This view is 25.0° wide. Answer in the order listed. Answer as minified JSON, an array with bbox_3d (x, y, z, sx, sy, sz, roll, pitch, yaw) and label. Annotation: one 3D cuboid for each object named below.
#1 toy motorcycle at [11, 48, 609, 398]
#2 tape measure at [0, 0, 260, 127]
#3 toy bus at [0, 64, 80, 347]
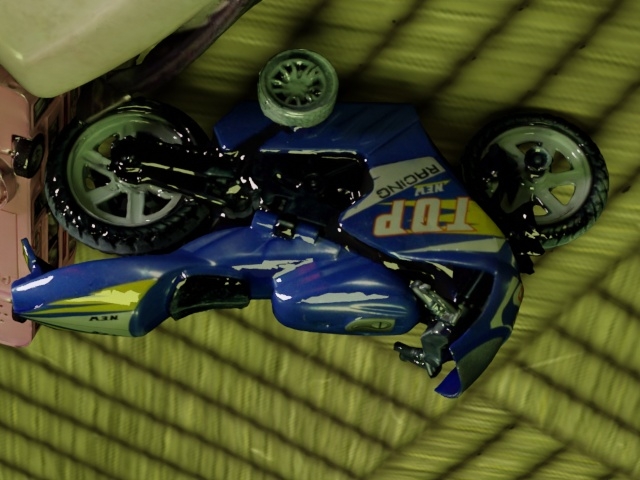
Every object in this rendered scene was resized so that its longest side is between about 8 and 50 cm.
[{"bbox_3d":[0.000,0.000,0.761,0.315,0.169,0.113,1,154,-3],"label":"toy motorcycle"},{"bbox_3d":[-0.092,-0.191,0.644,0.231,0.133,0.271,-14,131,30],"label":"tape measure"},{"bbox_3d":[-0.178,-0.031,0.828,0.063,0.090,0.203,17,135,6],"label":"toy bus"}]
